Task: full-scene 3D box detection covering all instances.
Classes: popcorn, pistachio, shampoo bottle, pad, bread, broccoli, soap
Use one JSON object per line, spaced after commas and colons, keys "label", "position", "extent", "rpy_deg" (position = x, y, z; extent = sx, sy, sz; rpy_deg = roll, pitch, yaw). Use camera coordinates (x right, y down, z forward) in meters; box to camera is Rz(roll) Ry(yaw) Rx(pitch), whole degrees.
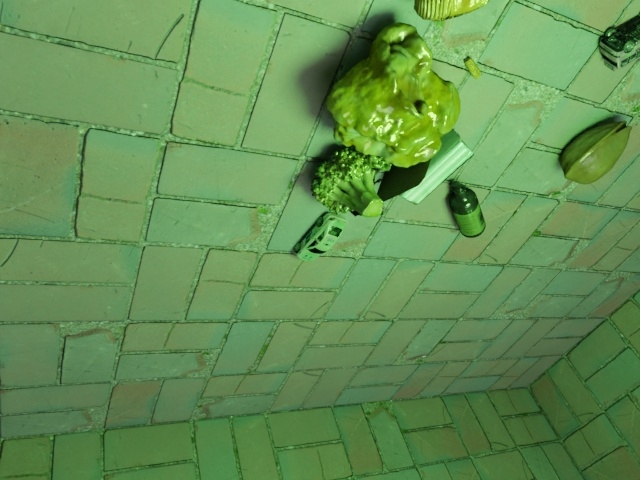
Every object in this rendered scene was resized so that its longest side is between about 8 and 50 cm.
{"label": "popcorn", "position": [0.193, -0.364, 1.337], "extent": [0.293, 0.292, 0.334], "rpy_deg": [9, 164, 35]}
{"label": "pistachio", "position": [0.976, -0.317, 1.779], "extent": [0.260, 0.163, 0.212], "rpy_deg": [-54, 164, 28]}
{"label": "shampoo bottle", "position": [0.530, -0.121, 1.836], "extent": [0.101, 0.101, 0.284], "rpy_deg": [-30, 138, 8]}
{"label": "pad", "position": [0.249, -0.205, 1.499], "extent": [0.002, 0.176, 0.266], "rpy_deg": [29, 158, -18]}
{"label": "bread", "position": [0.318, -0.609, 1.193], "extent": [0.190, 0.132, 0.114], "rpy_deg": [-19, 140, -10]}
{"label": "broccoli", "position": [0.119, -0.154, 1.510], "extent": [0.263, 0.243, 0.247], "rpy_deg": [-27, 135, -5]}
{"label": "soap", "position": [0.337, -0.245, 1.579], "extent": [0.094, 0.150, 0.261], "rpy_deg": [22, 122, -43]}

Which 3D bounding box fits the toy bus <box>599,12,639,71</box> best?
{"label": "toy bus", "position": [0.946, -0.604, 1.507], "extent": [0.199, 0.096, 0.108], "rpy_deg": [-30, 143, 5]}

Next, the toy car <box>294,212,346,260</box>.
{"label": "toy car", "position": [0.000, 0.000, 1.751], "extent": [0.090, 0.076, 0.224], "rpy_deg": [17, 126, -38]}

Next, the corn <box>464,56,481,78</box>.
{"label": "corn", "position": [0.441, -0.496, 1.450], "extent": [0.027, 0.028, 0.083], "rpy_deg": [-34, 134, 21]}
